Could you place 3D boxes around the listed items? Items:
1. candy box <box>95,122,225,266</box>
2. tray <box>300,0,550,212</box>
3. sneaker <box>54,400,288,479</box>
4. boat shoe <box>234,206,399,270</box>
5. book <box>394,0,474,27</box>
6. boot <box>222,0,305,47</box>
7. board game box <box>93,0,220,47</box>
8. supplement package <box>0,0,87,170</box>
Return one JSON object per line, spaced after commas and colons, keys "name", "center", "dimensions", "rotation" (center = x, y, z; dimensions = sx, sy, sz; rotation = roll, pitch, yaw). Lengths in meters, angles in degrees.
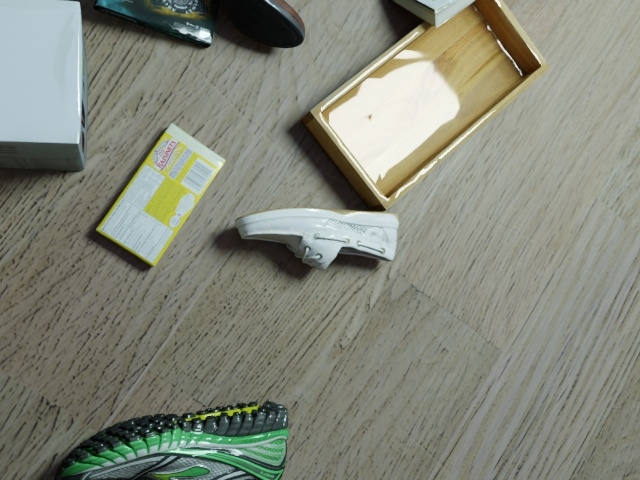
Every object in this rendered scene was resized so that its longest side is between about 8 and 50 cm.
{"name": "candy box", "center": [-0.247, -0.071, 1.118], "dimensions": [0.105, 0.027, 0.206], "rotation": [34, 77, -9]}
{"name": "tray", "center": [0.186, -0.253, 1.234], "dimensions": [0.411, 0.076, 0.203], "rotation": [-40, 97, -16]}
{"name": "sneaker", "center": [-0.208, 0.332, 1.045], "dimensions": [0.343, 0.134, 0.146], "rotation": [-3, 88, -17]}
{"name": "boat shoe", "center": [0.000, 0.000, 1.148], "dimensions": [0.277, 0.098, 0.096], "rotation": [1, 85, -17]}
{"name": "book", "center": [0.185, -0.428, 1.225], "dimensions": [0.096, 0.035, 0.144], "rotation": [-34, 53, -16]}
{"name": "boot", "center": [-0.098, -0.479, 1.165], "dimensions": [0.264, 0.096, 0.281], "rotation": [29, 60, -13]}
{"name": "board game box", "center": [-0.249, -0.393, 1.121], "dimensions": [0.186, 0.026, 0.126], "rotation": [14, 83, -27]}
{"name": "supplement package", "center": [-0.405, -0.209, 0.991], "dimensions": [0.149, 0.203, 0.194], "rotation": [0, 87, -16]}
